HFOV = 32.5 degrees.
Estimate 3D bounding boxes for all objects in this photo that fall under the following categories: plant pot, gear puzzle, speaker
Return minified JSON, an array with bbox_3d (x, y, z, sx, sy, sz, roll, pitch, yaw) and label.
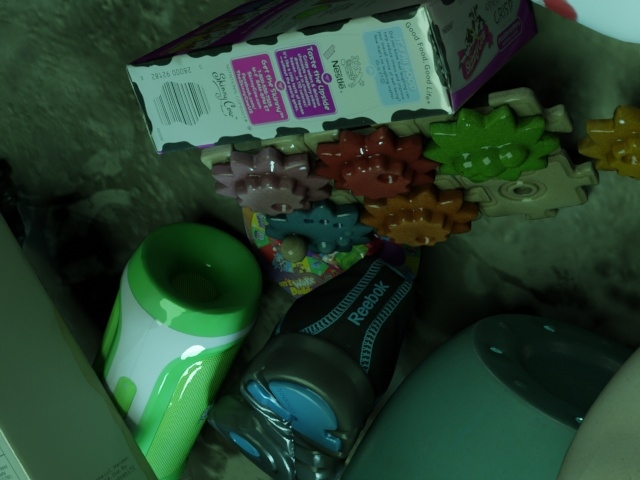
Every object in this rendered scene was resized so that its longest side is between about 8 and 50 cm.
[{"bbox_3d":[0.152,0.196,0.784,0.293,0.293,0.235,25,112,16],"label":"plant pot"},{"bbox_3d":[0.099,-0.035,0.754,0.339,0.044,0.175,-8,153,24],"label":"gear puzzle"},{"bbox_3d":[-0.150,0.124,1.017,0.131,0.131,0.296,35,130,9],"label":"speaker"}]

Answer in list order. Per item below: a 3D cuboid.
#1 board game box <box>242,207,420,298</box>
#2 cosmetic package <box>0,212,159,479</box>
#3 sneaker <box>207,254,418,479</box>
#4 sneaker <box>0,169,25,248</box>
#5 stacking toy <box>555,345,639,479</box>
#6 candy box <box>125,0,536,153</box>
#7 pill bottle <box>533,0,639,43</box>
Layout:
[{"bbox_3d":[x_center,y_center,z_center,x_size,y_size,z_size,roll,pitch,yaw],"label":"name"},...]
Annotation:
[{"bbox_3d":[0.000,0.000,0.914,0.169,0.033,0.133,-3,115,33],"label":"board game box"},{"bbox_3d":[-0.285,0.141,0.968,0.160,0.113,0.309,-26,94,43],"label":"cosmetic package"},{"bbox_3d":[0.000,0.123,0.916,0.125,0.139,0.341,37,157,0],"label":"sneaker"},{"bbox_3d":[-0.401,-0.069,1.078,0.135,0.097,0.276,-27,104,46],"label":"sneaker"},{"bbox_3d":[0.370,0.235,0.630,0.351,0.350,0.480,-8,152,34],"label":"stacking toy"},{"bbox_3d":[0.009,-0.129,0.749,0.233,0.159,0.071,-5,114,34],"label":"candy box"},{"bbox_3d":[0.076,-0.212,0.377,0.408,0.229,0.229,30,128,11],"label":"pill bottle"}]
